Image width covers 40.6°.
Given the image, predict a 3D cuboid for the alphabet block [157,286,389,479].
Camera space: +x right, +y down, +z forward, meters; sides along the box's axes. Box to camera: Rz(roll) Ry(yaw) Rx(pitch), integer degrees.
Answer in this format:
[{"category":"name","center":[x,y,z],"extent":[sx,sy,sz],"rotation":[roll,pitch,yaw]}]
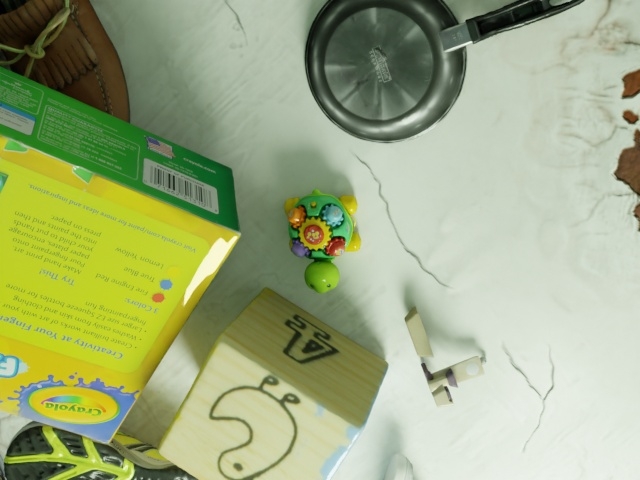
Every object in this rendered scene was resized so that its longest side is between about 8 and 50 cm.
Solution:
[{"category":"alphabet block","center":[-0.053,0.207,1.085],"extent":[0.197,0.193,0.192],"rotation":[31,109,4]}]

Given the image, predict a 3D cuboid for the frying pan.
[{"category":"frying pan","center":[0.134,-0.202,1.001],"extent":[0.326,0.053,0.197],"rotation":[7,108,15]}]

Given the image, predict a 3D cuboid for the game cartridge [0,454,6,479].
[{"category":"game cartridge","center":[-0.563,0.378,1.294],"extent":[0.196,0.060,0.294],"rotation":[-26,87,6]}]

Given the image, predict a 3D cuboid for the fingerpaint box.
[{"category":"fingerpaint box","center":[-0.377,0.007,1.018],"extent":[0.444,0.163,0.371],"rotation":[22,117,-23]}]

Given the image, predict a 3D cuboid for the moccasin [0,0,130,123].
[{"category":"moccasin","center":[-0.342,-0.272,1.040],"extent":[0.139,0.147,0.380],"rotation":[-13,102,14]}]

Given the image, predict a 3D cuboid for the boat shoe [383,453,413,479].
[{"category":"boat shoe","center":[0.112,0.371,1.162],"extent":[0.063,0.066,0.184],"rotation":[5,105,-2]}]

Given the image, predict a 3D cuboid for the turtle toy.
[{"category":"turtle toy","center":[0.000,0.000,1.078],"extent":[0.095,0.066,0.130],"rotation":[-3,105,15]}]

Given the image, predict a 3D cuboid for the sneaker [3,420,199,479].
[{"category":"sneaker","center":[-0.244,0.339,1.208],"extent":[0.384,0.147,0.145],"rotation":[33,89,-15]}]

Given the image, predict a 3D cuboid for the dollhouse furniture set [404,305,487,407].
[{"category":"dollhouse furniture set","center":[0.161,0.133,1.077],"extent":[0.081,0.091,0.114],"rotation":[-20,97,3]}]
